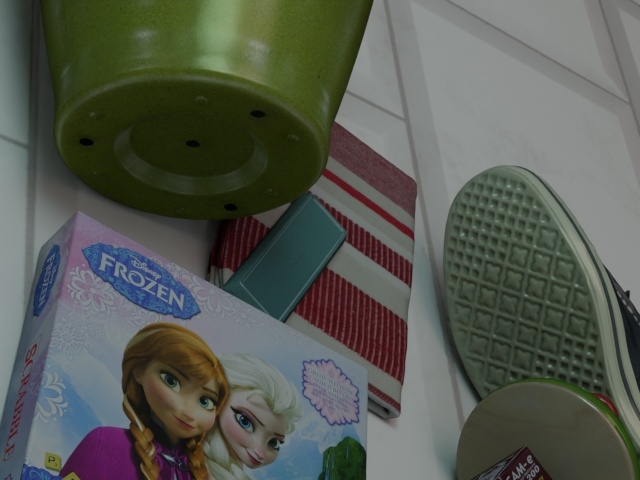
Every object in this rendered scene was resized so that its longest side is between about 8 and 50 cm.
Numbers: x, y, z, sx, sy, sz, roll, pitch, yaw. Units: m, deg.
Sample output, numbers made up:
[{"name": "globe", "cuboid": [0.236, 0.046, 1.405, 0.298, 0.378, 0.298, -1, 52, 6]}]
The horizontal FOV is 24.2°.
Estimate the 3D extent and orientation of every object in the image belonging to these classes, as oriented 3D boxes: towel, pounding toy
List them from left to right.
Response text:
[{"name": "towel", "cuboid": [0.000, 0.000, 1.505, 0.237, 0.037, 0.329, 34, 40, -25]}, {"name": "pounding toy", "cuboid": [0.249, 0.235, 1.435, 0.110, 0.183, 0.237, -16, 74, -56]}]

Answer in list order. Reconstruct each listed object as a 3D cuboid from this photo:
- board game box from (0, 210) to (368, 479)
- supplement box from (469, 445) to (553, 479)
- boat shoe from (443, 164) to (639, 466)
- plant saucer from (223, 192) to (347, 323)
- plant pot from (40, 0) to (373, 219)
[{"name": "board game box", "cuboid": [-0.102, 0.173, 1.205, 0.319, 0.066, 0.318, 30, 40, -26]}, {"name": "supplement box", "cuboid": [0.201, 0.320, 1.345, 0.239, 0.130, 0.073, 53, 35, 3]}, {"name": "boat shoe", "cuboid": [0.284, 0.152, 1.555, 0.156, 0.187, 0.500, -14, 74, -57]}, {"name": "plant saucer", "cuboid": [-0.028, 0.018, 1.412, 0.067, 0.018, 0.192, 48, 37, -8]}, {"name": "plant pot", "cuboid": [-0.105, -0.223, 1.361, 0.366, 0.366, 0.353, 24, 54, -32]}]
